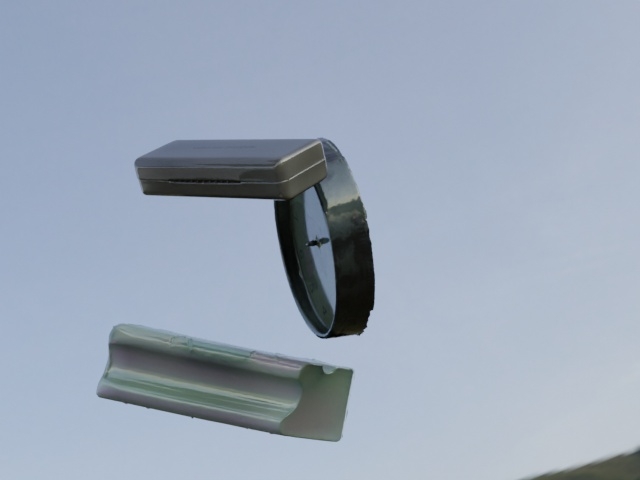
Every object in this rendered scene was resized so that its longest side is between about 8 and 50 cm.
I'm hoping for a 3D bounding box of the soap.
[{"bbox_3d":[-0.129,0.209,1.593,0.347,0.115,0.208,11,-4,5],"label":"soap"}]

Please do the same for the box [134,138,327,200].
[{"bbox_3d":[-0.116,-0.091,1.366,0.243,0.055,0.103,3,23,35],"label":"box"}]

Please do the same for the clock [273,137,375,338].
[{"bbox_3d":[0.000,0.000,1.494,0.055,0.281,0.280,-11,-28,-16],"label":"clock"}]
